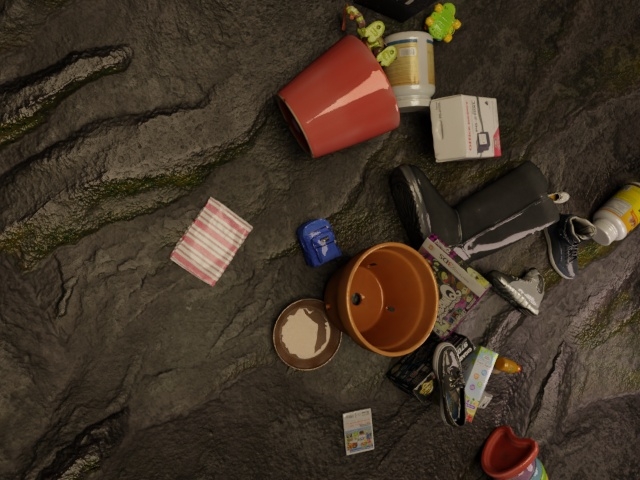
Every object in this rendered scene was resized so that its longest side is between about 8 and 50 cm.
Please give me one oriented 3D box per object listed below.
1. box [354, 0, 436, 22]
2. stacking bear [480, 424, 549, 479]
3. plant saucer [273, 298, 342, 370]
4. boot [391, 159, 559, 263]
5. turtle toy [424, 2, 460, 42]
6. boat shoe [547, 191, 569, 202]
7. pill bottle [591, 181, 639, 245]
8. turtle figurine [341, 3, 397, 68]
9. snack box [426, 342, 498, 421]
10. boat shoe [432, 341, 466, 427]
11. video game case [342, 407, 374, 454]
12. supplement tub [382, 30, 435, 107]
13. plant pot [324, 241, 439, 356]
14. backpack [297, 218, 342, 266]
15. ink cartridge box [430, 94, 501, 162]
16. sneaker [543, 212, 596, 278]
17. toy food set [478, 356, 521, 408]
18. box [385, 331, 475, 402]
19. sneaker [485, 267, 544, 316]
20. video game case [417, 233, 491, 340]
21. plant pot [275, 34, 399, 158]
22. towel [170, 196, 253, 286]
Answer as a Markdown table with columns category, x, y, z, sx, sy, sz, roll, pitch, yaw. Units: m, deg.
| category | x | y | z | sx | sy | sz | roll | pitch | yaw |
| --- | --- | --- | --- | --- | --- | --- | --- | --- | --- |
| box | 0.225 | -0.707 | 1.695 | 0.165 | 0.270 | 0.144 | 17 | 87 | -18 |
| stacking bear | 0.629 | 0.734 | 1.950 | 0.164 | 0.175 | 0.289 | -45 | 112 | -14 |
| plant saucer | -0.039 | 0.258 | 1.768 | 0.198 | 0.036 | 0.199 | -1 | 93 | -19 |
| boot | 0.455 | -0.125 | 1.855 | 0.445 | 0.146 | 0.367 | -24 | 110 | -12 |
| turtle toy | 0.352 | -0.634 | 1.847 | 0.095 | 0.066 | 0.130 | 37 | 80 | -16 |
| boat shoe | 0.747 | -0.135 | 2.013 | 0.100 | 0.035 | 0.035 | -2 | 93 | -18 |
| pill bottle | 0.959 | -0.082 | 2.043 | 0.215 | 0.117 | 0.117 | -40 | 103 | -13 |
| turtle figurine | 0.141 | -0.509 | 1.711 | 0.087 | 0.217 | 0.270 | -19 | 107 | -7 |
| snack box | 0.404 | 0.394 | 1.847 | 0.070 | 0.174 | 0.207 | 26 | 83 | -19 |
| boat shoe | 0.351 | 0.387 | 1.696 | 0.080 | 0.076 | 0.229 | -3 | 94 | -20 |
| video game case | 0.109 | 0.550 | 1.840 | 0.087 | 0.011 | 0.122 | -7 | 94 | -19 |
| supplement tub | 0.245 | -0.465 | 1.777 | 0.144 | 0.144 | 0.200 | -4 | 93 | -18 |
| plant pot | 0.142 | 0.159 | 1.717 | 0.290 | 0.203 | 0.291 | 4 | 82 | -29 |
| backpack | 0.000 | 0.000 | 1.739 | 0.097 | 0.101 | 0.120 | -24 | 96 | -23 |
| ink cartridge box | 0.414 | -0.315 | 1.806 | 0.237 | 0.100 | 0.172 | -12 | 97 | -51 |
| sneaker | 0.779 | 0.022 | 1.965 | 0.086 | 0.163 | 0.226 | -26 | 101 | -17 |
| toy food set | 0.484 | 0.433 | 1.902 | 0.104 | 0.111 | 0.232 | 22 | 104 | -41 |
| box | 0.309 | 0.344 | 1.813 | 0.220 | 0.175 | 0.051 | -42 | 106 | -13 |
| sneaker | 0.607 | 0.123 | 1.960 | 0.228 | 0.086 | 0.132 | 39 | 75 | -26 |
| video game case | 0.324 | 0.131 | 1.753 | 0.210 | 0.232 | 0.041 | 44 | 42 | 18 |
| plant pot | 0.034 | -0.356 | 1.667 | 0.243 | 0.275 | 0.275 | -31 | 101 | -4 |
| towel | -0.285 | 0.004 | 1.680 | 0.144 | 0.029 | 0.197 | 36 | 81 | -17 |
